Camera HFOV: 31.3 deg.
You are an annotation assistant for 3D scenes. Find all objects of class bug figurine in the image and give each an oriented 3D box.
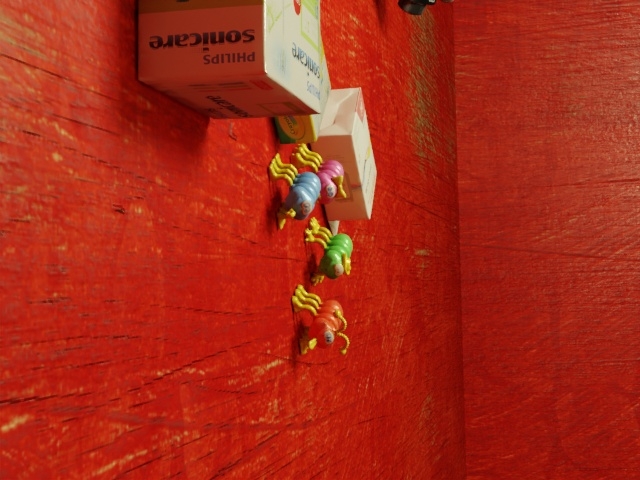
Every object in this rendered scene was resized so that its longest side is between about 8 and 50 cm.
[{"bbox_3d":[0.000,0.000,1.478,0.216,0.072,0.279,-72,156,-57],"label":"bug figurine"}]

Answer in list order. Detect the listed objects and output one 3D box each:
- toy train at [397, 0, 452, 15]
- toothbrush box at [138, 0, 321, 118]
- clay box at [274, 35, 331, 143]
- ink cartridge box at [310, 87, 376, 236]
[{"bbox_3d":[0.209,-0.589,2.110,0.190,0.142,0.334,61,-42,47],"label":"toy train"},{"bbox_3d":[-0.079,-0.269,1.062,0.206,0.122,0.283,18,72,-76],"label":"toothbrush box"},{"bbox_3d":[-0.037,-0.243,1.391,0.127,0.053,0.222,-77,159,-49],"label":"clay box"},{"bbox_3d":[0.038,-0.109,1.669,0.115,0.067,0.198,-79,162,-46],"label":"ink cartridge box"}]
